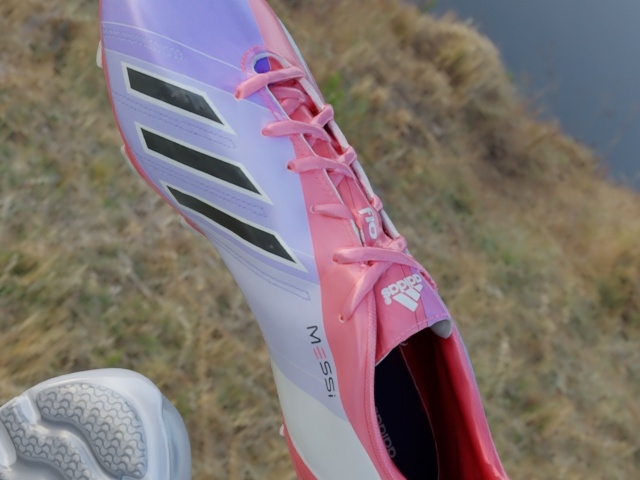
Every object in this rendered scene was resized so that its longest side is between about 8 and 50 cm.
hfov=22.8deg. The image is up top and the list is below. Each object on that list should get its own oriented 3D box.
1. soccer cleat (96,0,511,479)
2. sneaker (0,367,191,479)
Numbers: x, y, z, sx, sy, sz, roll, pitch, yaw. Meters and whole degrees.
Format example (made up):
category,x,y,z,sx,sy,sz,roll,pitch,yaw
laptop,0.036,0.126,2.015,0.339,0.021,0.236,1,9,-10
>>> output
category,x,y,z,sx,sy,sz,roll,pitch,yaw
soccer cleat,0.000,0.000,0.571,0.083,0.095,0.248,-27,98,-36
sneaker,-0.106,0.164,0.675,0.105,0.281,0.115,33,31,24
